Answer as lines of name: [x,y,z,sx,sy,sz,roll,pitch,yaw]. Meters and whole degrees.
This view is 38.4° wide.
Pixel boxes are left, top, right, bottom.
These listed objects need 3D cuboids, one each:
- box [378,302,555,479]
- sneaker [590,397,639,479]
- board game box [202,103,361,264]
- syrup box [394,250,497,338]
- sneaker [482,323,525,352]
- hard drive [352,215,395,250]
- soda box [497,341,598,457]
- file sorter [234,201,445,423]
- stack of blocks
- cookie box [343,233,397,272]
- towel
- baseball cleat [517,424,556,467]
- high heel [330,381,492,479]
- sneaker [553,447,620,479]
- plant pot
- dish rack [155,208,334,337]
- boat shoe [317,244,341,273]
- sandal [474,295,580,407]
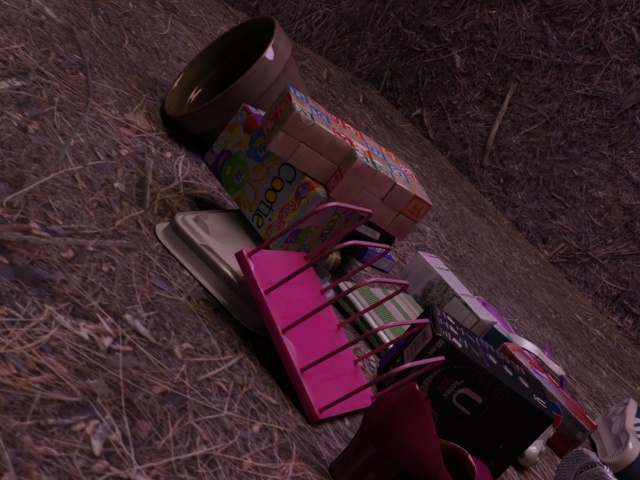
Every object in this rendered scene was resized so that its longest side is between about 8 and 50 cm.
box: [0.255,0.268,1.640,0.270,0.165,0.143,36,17,-10]
sneaker: [0.726,0.490,2.147,0.148,0.131,0.350,48,22,2]
board game box: [-0.071,-0.104,1.705,0.142,0.144,0.275,15,29,-52]
syrup box: [0.294,0.138,2.168,0.096,0.093,0.237,13,30,-54]
sneaker: [0.431,0.257,2.166,0.092,0.087,0.228,21,27,-51]
hard drive: [0.042,-0.073,2.043,0.237,0.064,0.339,27,4,-5]
soda box: [0.477,0.346,2.022,0.263,0.092,0.083,47,20,24]
file sorter: [0.041,0.107,1.448,0.202,0.182,0.290,6,55,-62]
stack of blocks: [0.044,-0.138,1.631,0.297,0.087,0.171,31,20,-23]
cookie box: [0.118,0.022,2.189,0.107,0.040,0.092,24,22,-42]
towel: [0.171,0.188,1.897,0.248,0.038,0.325,50,18,27]
baseball cleat: [0.405,0.381,1.826,0.109,0.072,0.206,36,12,13]
high heel: [0.191,0.310,1.373,0.377,0.181,0.127,18,27,-49]
sneaker: [0.558,0.545,1.631,0.210,0.137,0.365,28,25,-34]
plant pot: [-0.147,-0.299,2.091,0.280,0.323,0.323,49,10,-31]
dish rack: [-0.113,0.037,1.635,0.285,0.072,0.333,44,19,14]
boat shoe: [0.000,0.000,1.975,0.072,0.068,0.190,18,21,-13]
sandal: [0.509,0.272,2.259,0.169,0.102,0.416,15,29,-52]
